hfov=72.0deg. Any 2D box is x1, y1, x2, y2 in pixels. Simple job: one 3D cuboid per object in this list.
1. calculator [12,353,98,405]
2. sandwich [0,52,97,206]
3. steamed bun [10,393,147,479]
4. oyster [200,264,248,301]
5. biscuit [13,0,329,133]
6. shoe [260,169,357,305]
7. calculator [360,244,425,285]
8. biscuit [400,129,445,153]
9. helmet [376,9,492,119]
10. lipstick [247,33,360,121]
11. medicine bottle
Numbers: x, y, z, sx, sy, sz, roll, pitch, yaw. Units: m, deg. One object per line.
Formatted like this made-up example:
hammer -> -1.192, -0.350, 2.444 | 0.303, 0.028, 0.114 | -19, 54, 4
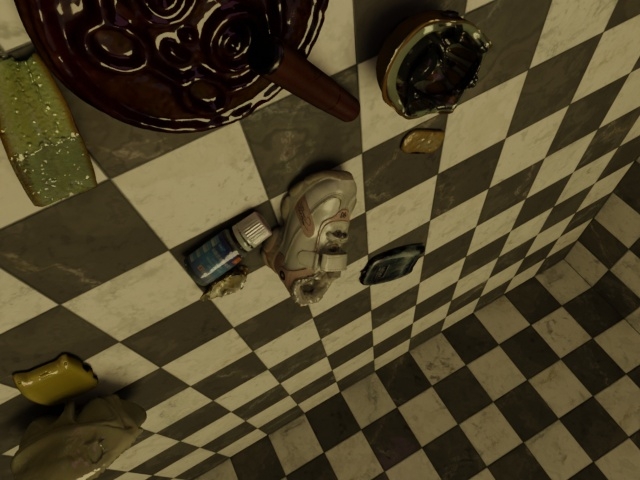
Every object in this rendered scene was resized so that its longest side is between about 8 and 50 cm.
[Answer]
calculator -> -0.668, 0.370, 1.133 | 0.157, 0.033, 0.236 | -23, 151, -18
sandwich -> -0.389, -0.126, 0.630 | 0.094, 0.096, 0.258 | -24, 151, -26
steamed bun -> -0.666, 0.541, 1.204 | 0.324, 0.219, 0.310 | -38, -177, -18
oyster -> -0.245, 0.107, 1.135 | 0.148, 0.051, 0.103 | -27, 162, 6
biscuit -> -0.163, -0.311, 0.576 | 0.408, 0.091, 0.407 | -24, 148, -16
shoe -> 0.003, -0.001, 1.068 | 0.172, 0.198, 0.351 | -7, 142, -39
calculator -> 0.258, 0.092, 1.607 | 0.268, 0.040, 0.177 | -11, 141, -26
biscuit -> 0.264, -0.253, 1.130 | 0.147, 0.018, 0.071 | -8, 139, -35
helmet -> 0.193, -0.340, 0.829 | 0.225, 0.130, 0.198 | -2, 135, -26
lipstick -> -0.009, -0.251, 0.722 | 0.057, 0.057, 0.357 | -44, 168, 18
medicine bottle -> -0.209, 0.016, 1.009 | 0.203, 0.083, 0.083 | -36, 150, 2
